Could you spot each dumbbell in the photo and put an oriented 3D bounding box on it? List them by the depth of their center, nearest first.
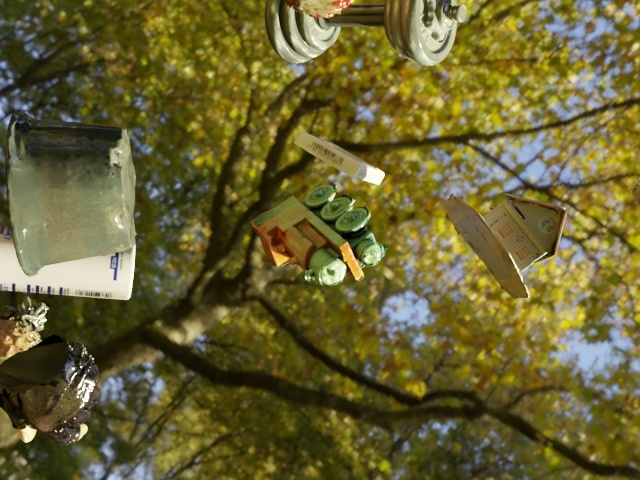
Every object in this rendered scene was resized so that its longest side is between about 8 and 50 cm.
[{"bbox_3d":[0.073,-0.409,1.790,0.406,0.179,0.179,7,-49,33],"label":"dumbbell"}]

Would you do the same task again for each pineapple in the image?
[{"bbox_3d":[-0.476,0.154,1.546,0.108,0.198,0.108,3,-61,6],"label":"pineapple"}]

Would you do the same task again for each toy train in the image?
[{"bbox_3d":[0.000,0.000,1.175,0.074,0.118,0.176,62,-10,-32],"label":"toy train"}]

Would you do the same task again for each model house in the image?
[{"bbox_3d":[0.312,-0.026,1.568,0.207,0.136,0.219,53,-5,7],"label":"model house"}]

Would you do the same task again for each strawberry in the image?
[{"bbox_3d":[-0.008,-0.414,1.591,0.145,0.086,0.145,3,-16,1],"label":"strawberry"}]

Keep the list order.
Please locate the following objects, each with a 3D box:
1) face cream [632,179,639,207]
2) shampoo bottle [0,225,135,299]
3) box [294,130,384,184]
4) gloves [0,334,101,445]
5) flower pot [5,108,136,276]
[{"bbox_3d":[0.498,0.035,1.250,0.067,0.139,0.285,-37,-100,25],"label":"face cream"},{"bbox_3d":[-0.416,0.027,1.384,0.303,0.092,0.092,6,-33,-13],"label":"shampoo bottle"},{"bbox_3d":[0.038,-0.141,1.726,0.122,0.032,0.220,30,7,12],"label":"box"},{"bbox_3d":[-0.333,0.211,1.279,0.106,0.129,0.181,23,-28,35],"label":"gloves"},{"bbox_3d":[-0.230,-0.049,0.936,0.157,0.106,0.158,175,-90,-83],"label":"flower pot"}]
